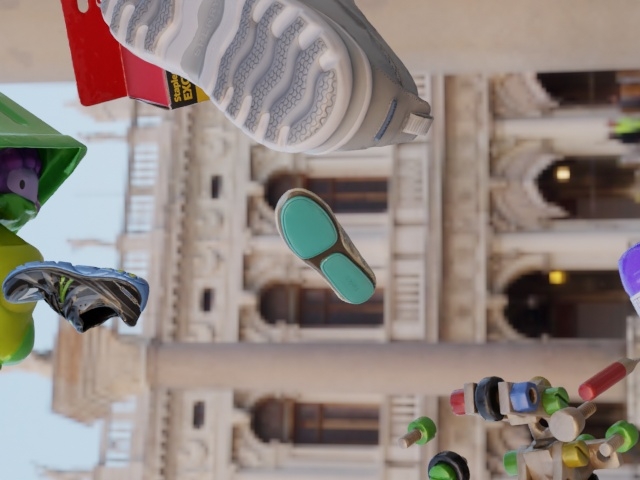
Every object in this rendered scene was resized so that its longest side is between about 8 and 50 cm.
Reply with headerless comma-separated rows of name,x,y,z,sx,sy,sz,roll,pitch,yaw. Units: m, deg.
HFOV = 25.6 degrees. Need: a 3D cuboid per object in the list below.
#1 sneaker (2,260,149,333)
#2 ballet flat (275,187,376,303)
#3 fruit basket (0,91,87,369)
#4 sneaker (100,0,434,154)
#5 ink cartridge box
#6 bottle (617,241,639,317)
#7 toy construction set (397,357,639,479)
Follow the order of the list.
sneaker,-0.296,0.069,1.674,0.067,0.188,0.078,52,-135,-67
ballet flat,0.000,0.000,1.383,0.168,0.057,0.052,56,-171,-39
fruit basket,-0.483,-0.020,1.974,0.392,0.283,0.392,39,-162,-16
sneaker,-0.042,-0.131,0.853,0.115,0.281,0.105,12,-60,-45
ink cartridge box,-0.182,-0.331,1.765,0.130,0.272,0.309,20,123,55
bottle,0.342,0.115,1.104,0.118,0.092,0.283,-18,-103,-38
toy construction set,0.320,0.250,1.861,0.237,0.309,0.257,-22,-109,-49
